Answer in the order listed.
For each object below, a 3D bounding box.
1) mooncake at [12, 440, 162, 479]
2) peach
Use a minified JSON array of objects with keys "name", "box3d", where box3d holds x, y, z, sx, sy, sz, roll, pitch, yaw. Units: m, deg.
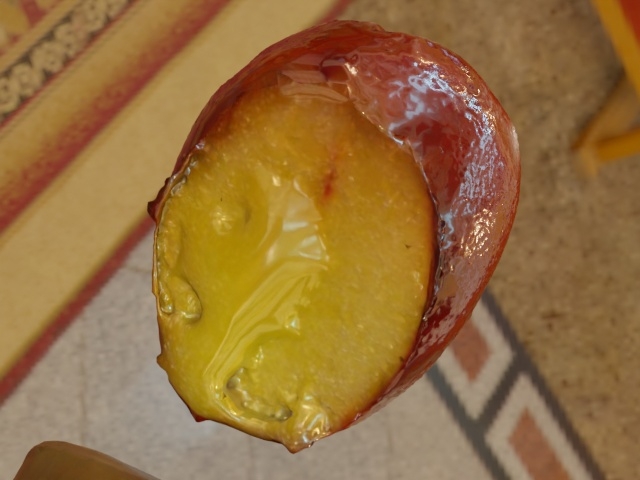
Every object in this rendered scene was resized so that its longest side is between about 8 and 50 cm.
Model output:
[{"name":"mooncake","box3d":[-0.134,0.353,1.569,0.393,0.394,0.246,67,43,-72]},{"name":"peach","box3d":[0.000,0.000,1.298,0.281,0.281,0.338,40,78,-38]}]
